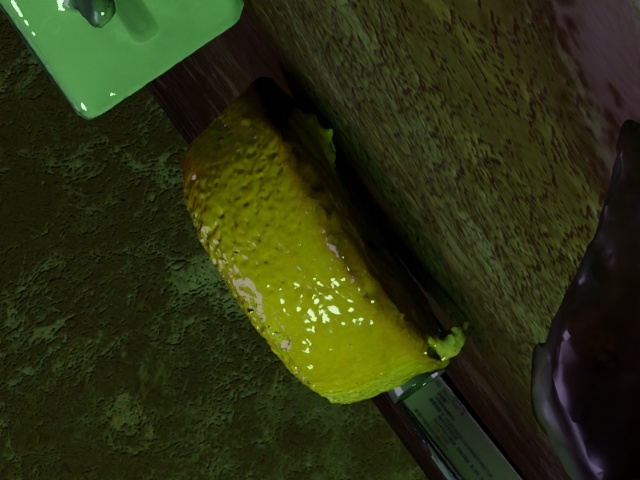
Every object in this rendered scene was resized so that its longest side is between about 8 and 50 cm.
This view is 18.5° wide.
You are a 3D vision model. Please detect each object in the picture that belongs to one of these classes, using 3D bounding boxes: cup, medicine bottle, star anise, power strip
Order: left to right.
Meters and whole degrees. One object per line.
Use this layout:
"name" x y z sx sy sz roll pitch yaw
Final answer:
"power strip" -0.148 -0.181 1.314 0.140 0.139 0.224 59 174 -35
"cup" 0.063 0.090 1.684 0.083 0.054 0.075 57 177 10
"medicine bottle" 0.143 0.215 1.794 0.171 0.052 0.201 53 176 28
"star anise" 0.115 0.097 0.599 0.288 0.088 0.288 -12 -90 -78

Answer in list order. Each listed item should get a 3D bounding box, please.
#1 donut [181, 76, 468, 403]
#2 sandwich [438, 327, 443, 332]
"donut" 0.000 0.002 1.362 0.253 0.118 0.253 54 -169 -16
"sandwich" 0.064 0.047 1.540 0.101 0.026 0.069 46 166 50
